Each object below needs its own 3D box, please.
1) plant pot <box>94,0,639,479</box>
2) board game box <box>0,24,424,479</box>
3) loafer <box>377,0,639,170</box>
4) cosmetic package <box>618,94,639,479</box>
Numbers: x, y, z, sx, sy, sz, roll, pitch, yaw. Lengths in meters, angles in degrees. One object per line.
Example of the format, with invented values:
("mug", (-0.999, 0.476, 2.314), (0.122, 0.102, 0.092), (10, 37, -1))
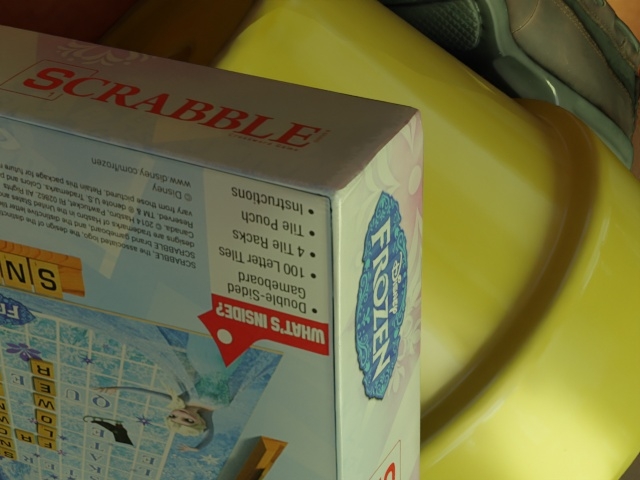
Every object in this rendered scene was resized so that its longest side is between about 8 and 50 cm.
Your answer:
("plant pot", (0.000, 0.000, 0.631), (0.254, 0.254, 0.239), (-45, 116, -1))
("board game box", (-0.114, 0.072, 0.553), (0.066, 0.319, 0.318), (-44, 141, -48))
("loafer", (0.079, -0.130, 0.698), (0.302, 0.109, 0.095), (39, 68, -45))
("cosmetic package", (0.318, -0.042, 0.843), (0.230, 0.161, 0.453), (1, 116, -32))
